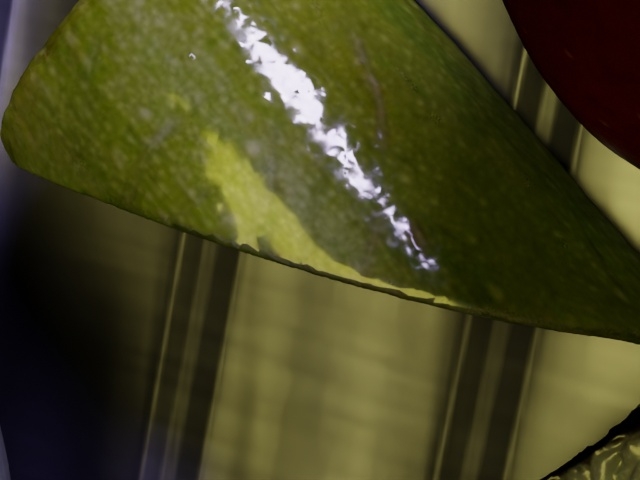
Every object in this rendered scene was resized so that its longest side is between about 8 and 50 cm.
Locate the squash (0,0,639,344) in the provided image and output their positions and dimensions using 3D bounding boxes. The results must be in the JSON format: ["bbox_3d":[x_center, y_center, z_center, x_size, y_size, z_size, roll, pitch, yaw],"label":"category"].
[{"bbox_3d":[0.000,0.000,0.617,0.169,0.093,0.252,-44,78,18],"label":"squash"}]

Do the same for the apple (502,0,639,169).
[{"bbox_3d":[0.180,-0.149,0.433,0.288,0.288,0.317,7,81,22],"label":"apple"}]

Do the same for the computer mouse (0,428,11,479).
[{"bbox_3d":[-0.262,0.036,0.693,0.429,0.145,0.228,38,132,22],"label":"computer mouse"}]

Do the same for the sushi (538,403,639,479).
[{"bbox_3d":[0.120,0.113,0.585,0.150,0.078,0.090,-41,72,21],"label":"sushi"}]
